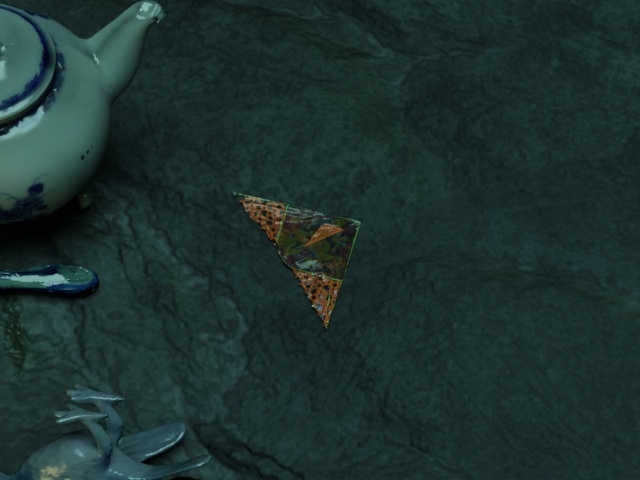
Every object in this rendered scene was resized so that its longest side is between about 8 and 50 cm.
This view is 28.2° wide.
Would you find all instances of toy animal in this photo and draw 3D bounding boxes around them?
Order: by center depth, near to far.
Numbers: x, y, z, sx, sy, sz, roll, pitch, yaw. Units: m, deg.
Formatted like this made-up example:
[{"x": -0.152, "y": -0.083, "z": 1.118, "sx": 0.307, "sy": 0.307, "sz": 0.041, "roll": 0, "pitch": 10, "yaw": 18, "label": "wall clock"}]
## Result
[{"x": -0.240, "y": 0.238, "z": 1.312, "sx": 0.255, "sy": 0.176, "sz": 0.239, "roll": 12, "pitch": 21, "yaw": 10, "label": "toy animal"}]

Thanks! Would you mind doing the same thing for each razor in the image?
[{"x": -0.418, "y": 0.050, "z": 1.463, "sx": 0.324, "sy": 0.056, "sz": 0.093, "roll": -4, "pitch": 57, "yaw": -11, "label": "razor"}]

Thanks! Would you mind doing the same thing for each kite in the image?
[{"x": 0.000, "y": 0.000, "z": 1.576, "sx": 0.125, "sy": 0.008, "sz": 0.222, "roll": -24, "pitch": 64, "yaw": -21, "label": "kite"}]

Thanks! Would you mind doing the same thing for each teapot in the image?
[{"x": -0.366, "y": -0.158, "z": 1.425, "sx": 0.424, "sy": 0.280, "sz": 0.252, "roll": -24, "pitch": 65, "yaw": -14, "label": "teapot"}]

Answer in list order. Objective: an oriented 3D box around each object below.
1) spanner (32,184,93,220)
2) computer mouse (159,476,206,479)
[{"x": -0.367, "y": -0.167, "z": 1.615, "sx": 0.095, "sy": 0.040, "sz": 0.325, "roll": -12, "pitch": 62, "yaw": -16, "label": "spanner"}, {"x": -0.098, "y": 0.308, "z": 1.272, "sx": 0.217, "sy": 0.073, "sz": 0.122, "roll": 25, "pitch": 64, "yaw": 6, "label": "computer mouse"}]
